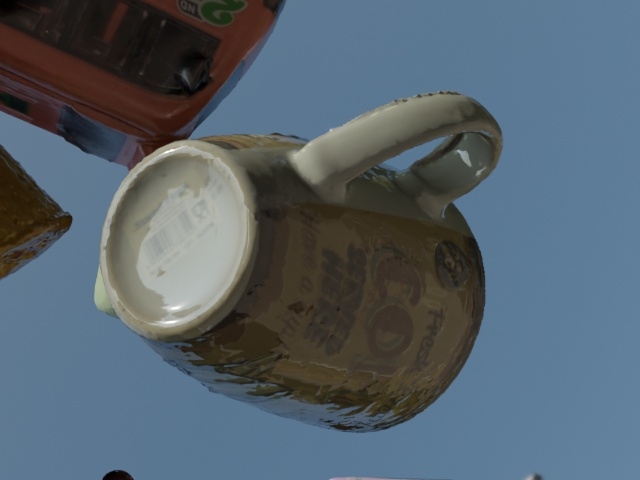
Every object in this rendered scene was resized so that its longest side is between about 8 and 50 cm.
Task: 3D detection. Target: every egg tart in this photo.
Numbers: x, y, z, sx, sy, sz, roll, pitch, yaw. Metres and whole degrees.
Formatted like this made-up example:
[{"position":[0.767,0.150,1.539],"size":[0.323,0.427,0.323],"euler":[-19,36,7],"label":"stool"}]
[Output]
[{"position":[-0.380,-0.025,1.208],"size":[0.202,0.202,0.147],"euler":[-31,-92,-22],"label":"egg tart"}]

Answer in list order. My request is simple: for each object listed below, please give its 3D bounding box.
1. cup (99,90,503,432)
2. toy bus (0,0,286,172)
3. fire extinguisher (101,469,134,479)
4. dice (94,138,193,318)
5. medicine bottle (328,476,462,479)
[{"position":[0.000,0.000,0.843],"size":[0.301,0.227,0.257],"euler":[-44,-28,15],"label":"cup"},{"position":[-0.254,-0.223,0.946],"size":[0.426,0.203,0.233],"euler":[25,-102,-11],"label":"toy bus"},{"position":[-0.218,0.275,1.201],"size":[0.056,0.132,0.039],"euler":[27,-121,-2],"label":"fire extinguisher"},{"position":[-0.148,0.010,1.515],"size":[0.249,0.254,0.252],"euler":[18,-92,-14],"label":"dice"},{"position":[0.128,0.360,1.368],"size":[0.254,0.152,0.152],"euler":[0,-68,4],"label":"medicine bottle"}]
